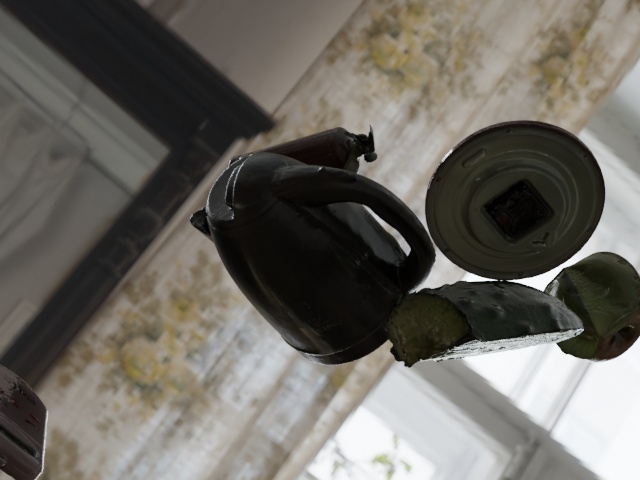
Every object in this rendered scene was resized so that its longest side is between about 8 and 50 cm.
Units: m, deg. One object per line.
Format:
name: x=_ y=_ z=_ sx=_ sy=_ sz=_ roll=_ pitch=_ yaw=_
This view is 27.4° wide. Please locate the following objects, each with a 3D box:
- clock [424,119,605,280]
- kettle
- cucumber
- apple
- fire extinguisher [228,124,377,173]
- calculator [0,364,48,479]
clock: x=0.340 y=-0.064 z=2.290 sx=0.318 sy=0.080 sz=0.319 roll=-1 pitch=-60 yaw=-2
kettle: x=0.000 y=0.000 z=1.866 sx=0.320 sy=0.228 sz=0.324 roll=-8 pitch=-38 yaw=33
cucumber: x=0.244 y=0.101 z=1.781 sx=0.145 sy=0.325 sz=0.105 roll=-26 pitch=-109 yaw=42
apple: x=0.527 y=0.132 z=2.492 sx=0.174 sy=0.207 sz=0.188 roll=30 pitch=24 yaw=-56
fire extinguisher: x=-0.021 y=-0.132 z=2.226 sx=0.269 sy=0.105 sz=0.105 roll=-14 pitch=-48 yaw=21
calculator: x=-0.326 y=0.186 z=1.358 sx=0.100 sy=0.032 sz=0.175 roll=44 pitch=8 yaw=-21
